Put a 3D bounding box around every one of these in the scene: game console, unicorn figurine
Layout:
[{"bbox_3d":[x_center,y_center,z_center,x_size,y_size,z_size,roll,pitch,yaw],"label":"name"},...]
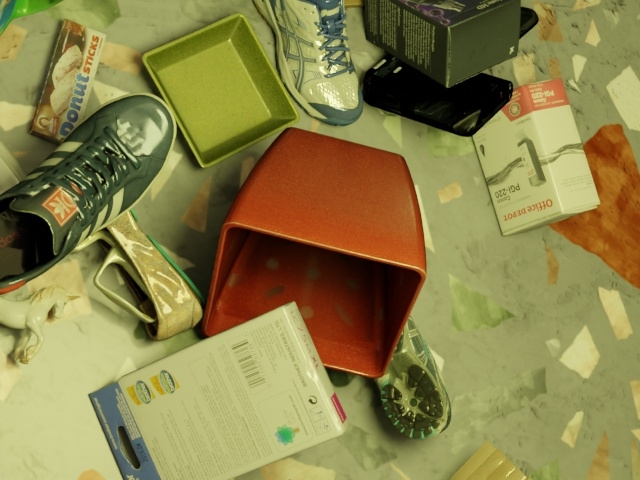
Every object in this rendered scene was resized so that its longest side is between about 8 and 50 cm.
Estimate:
[{"bbox_3d":[0.241,-0.291,1.969,0.361,0.213,0.044,-42,142,-37],"label":"game console"},{"bbox_3d":[-0.395,0.104,1.607,0.161,0.060,0.111,15,72,-24],"label":"unicorn figurine"}]

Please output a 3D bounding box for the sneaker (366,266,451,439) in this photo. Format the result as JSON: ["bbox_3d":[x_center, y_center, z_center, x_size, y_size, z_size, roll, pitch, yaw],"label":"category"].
[{"bbox_3d":[0.112,0.171,1.840,0.122,0.110,0.283,30,36,-65],"label":"sneaker"}]

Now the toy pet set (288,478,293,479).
[{"bbox_3d":[-0.033,0.404,1.717,0.122,0.065,0.114,30,66,-18],"label":"toy pet set"}]

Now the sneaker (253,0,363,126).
[{"bbox_3d":[-0.009,-0.317,1.865,0.111,0.131,0.297,-30,94,-31],"label":"sneaker"}]

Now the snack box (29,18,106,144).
[{"bbox_3d":[-0.356,-0.222,1.727,0.064,0.022,0.178,20,69,-23],"label":"snack box"}]

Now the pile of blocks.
[{"bbox_3d":[0.220,0.486,1.820,0.362,0.148,0.112,-68,153,-13],"label":"pile of blocks"}]

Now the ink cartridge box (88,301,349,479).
[{"bbox_3d":[-0.138,0.225,1.638,0.311,0.065,0.186,-24,90,12],"label":"ink cartridge box"}]

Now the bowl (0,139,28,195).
[{"bbox_3d":[-0.452,-0.067,1.625,0.142,0.053,0.142,-38,96,-27],"label":"bowl"}]

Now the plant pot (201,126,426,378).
[{"bbox_3d":[0.000,0.000,1.705,0.267,0.267,0.236,13,50,-3],"label":"plant pot"}]

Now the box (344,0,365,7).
[{"bbox_3d":[0.062,-0.462,1.997,0.201,0.021,0.165,-9,82,-28],"label":"box"}]

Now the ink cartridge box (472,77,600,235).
[{"bbox_3d":[0.342,-0.132,1.982,0.092,0.158,0.218,-15,85,-33],"label":"ink cartridge box"}]

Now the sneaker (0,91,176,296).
[{"bbox_3d":[-0.314,-0.054,1.538,0.350,0.148,0.131,-46,99,-8],"label":"sneaker"}]

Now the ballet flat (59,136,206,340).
[{"bbox_3d":[-0.282,0.006,1.667,0.106,0.107,0.316,-40,96,-21],"label":"ballet flat"}]

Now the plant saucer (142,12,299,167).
[{"bbox_3d":[-0.152,-0.220,1.817,0.188,0.045,0.188,-30,93,-29],"label":"plant saucer"}]

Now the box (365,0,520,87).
[{"bbox_3d":[0.190,-0.347,1.921,0.153,0.207,0.108,-27,134,-28],"label":"box"}]

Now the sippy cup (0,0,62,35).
[{"bbox_3d":[-0.487,-0.375,1.582,0.305,0.224,0.240,-33,93,-29],"label":"sippy cup"}]
